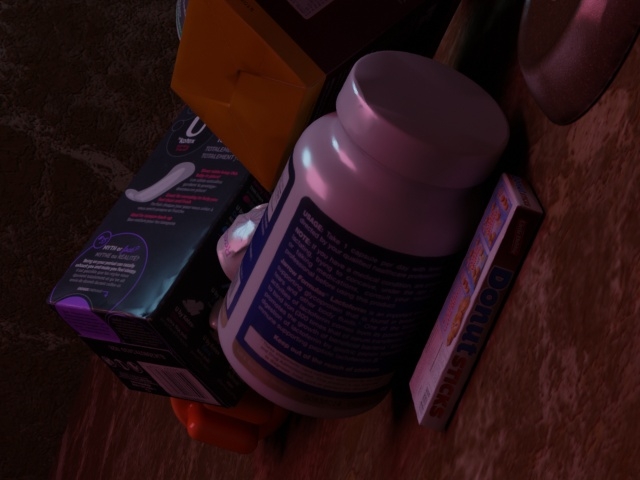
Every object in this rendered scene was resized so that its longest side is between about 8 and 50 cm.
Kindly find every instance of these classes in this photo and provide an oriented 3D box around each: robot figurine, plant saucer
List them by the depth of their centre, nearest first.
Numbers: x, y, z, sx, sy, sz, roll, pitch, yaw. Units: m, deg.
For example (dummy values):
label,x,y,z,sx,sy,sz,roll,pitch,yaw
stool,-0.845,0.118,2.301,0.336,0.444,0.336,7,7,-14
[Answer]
label,x,y,z,sx,sy,sz,roll,pitch,yaw
plant saucer,0.180,-0.178,1.156,0.198,0.036,0.198,-163,90,-79
robot figurine,-0.089,0.122,1.737,0.219,0.128,0.158,-88,-18,-55

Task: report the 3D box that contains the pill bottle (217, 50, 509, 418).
label,x,y,z,sx,sy,sz,roll,pitch,yaw
pill bottle,0.032,-0.004,1.285,0.153,0.153,0.264,-87,19,-52

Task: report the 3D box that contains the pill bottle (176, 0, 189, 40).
label,x,y,z,sx,sy,sz,roll,pitch,yaw
pill bottle,-0.042,-0.305,1.988,0.361,0.204,0.204,146,141,-72

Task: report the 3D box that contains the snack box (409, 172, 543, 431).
label,x,y,z,sx,sy,sz,roll,pitch,yaw
snack box,0.107,0.043,1.190,0.064,0.022,0.178,-97,27,-67

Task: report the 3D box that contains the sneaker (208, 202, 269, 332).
label,x,y,z,sx,sy,sz,roll,pitch,yaw
sneaker,0.000,0.000,1.443,0.114,0.152,0.305,-84,17,-52

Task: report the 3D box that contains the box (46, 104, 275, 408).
label,x,y,z,sx,sy,sz,roll,pitch,yaw
box,-0.105,0.006,1.632,0.165,0.143,0.270,6,55,45

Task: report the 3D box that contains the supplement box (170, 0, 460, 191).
label,x,y,z,sx,sy,sz,roll,pitch,yaw
supplement box,0.000,-0.176,1.381,0.194,0.129,0.191,-39,-11,-23
